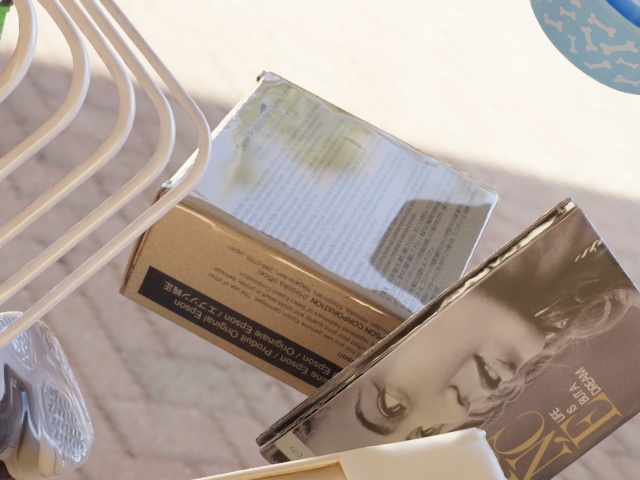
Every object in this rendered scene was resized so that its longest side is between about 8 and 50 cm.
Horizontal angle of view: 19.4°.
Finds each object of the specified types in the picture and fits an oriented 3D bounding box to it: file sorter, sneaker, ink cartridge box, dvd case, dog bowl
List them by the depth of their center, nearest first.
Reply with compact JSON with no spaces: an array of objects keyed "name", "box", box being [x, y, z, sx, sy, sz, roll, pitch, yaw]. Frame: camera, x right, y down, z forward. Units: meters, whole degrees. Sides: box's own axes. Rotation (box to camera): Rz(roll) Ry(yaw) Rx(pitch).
[{"name":"file sorter","box":[-0.185,-0.065,0.822,0.173,0.193,0.277,52,5,12]},{"name":"sneaker","box":[-0.237,0.113,1.069,0.268,0.153,0.101,3,65,-76]},{"name":"dvd case","box":[0.093,0.093,1.072,0.164,0.221,0.018,48,6,-39]},{"name":"ink cartridge box","box":[0.000,0.000,1.237,0.193,0.088,0.235,28,29,3]},{"name":"dog bowl","box":[0.281,-0.181,1.406,0.297,0.074,0.166,0,56,-34]}]

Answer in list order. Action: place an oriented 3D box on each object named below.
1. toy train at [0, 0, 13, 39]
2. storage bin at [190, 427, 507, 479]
[{"name":"toy train","box":[-0.181,-0.132,1.036,0.017,0.083,0.023,-8,32,-44]},{"name":"storage bin","box":[-0.019,0.245,0.952,0.262,0.260,0.123,-9,35,-10]}]
